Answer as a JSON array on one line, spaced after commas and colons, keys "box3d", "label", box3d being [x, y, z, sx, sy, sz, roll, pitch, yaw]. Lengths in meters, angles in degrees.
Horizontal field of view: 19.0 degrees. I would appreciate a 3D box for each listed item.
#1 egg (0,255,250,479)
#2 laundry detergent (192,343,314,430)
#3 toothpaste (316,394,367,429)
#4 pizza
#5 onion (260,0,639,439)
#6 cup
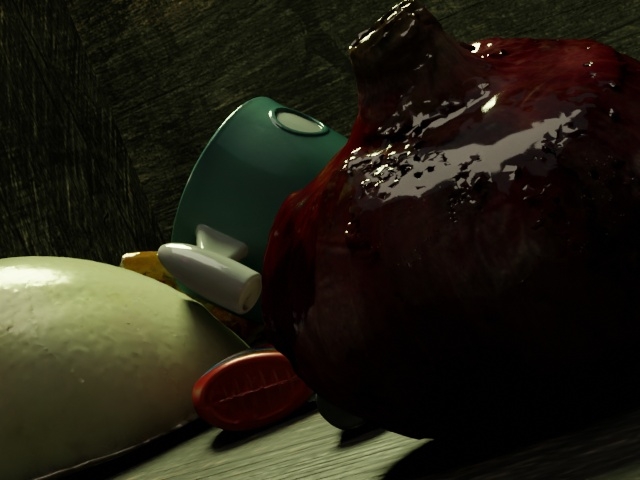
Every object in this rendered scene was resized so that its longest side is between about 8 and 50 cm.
[{"box3d": [-0.200, 0.088, 1.479, 0.286, 0.174, 0.264, -20, 6, -22], "label": "egg"}, {"box3d": [-0.041, 0.097, 1.357, 0.097, 0.049, 0.165, -15, 2, 1], "label": "laundry detergent"}, {"box3d": [0.030, 0.083, 1.223, 0.062, 0.039, 0.239, -29, 0, 8], "label": "toothpaste"}, {"box3d": [-0.110, 0.087, 1.656, 0.201, 0.053, 0.193, 9, -44, -31], "label": "pizza"}, {"box3d": [0.082, -0.021, 0.984, 0.252, 0.219, 0.252, -28, 10, 6], "label": "onion"}, {"box3d": [0.000, 0.000, 1.447, 0.173, 0.167, 0.300, 25, 25, 19], "label": "cup"}]
